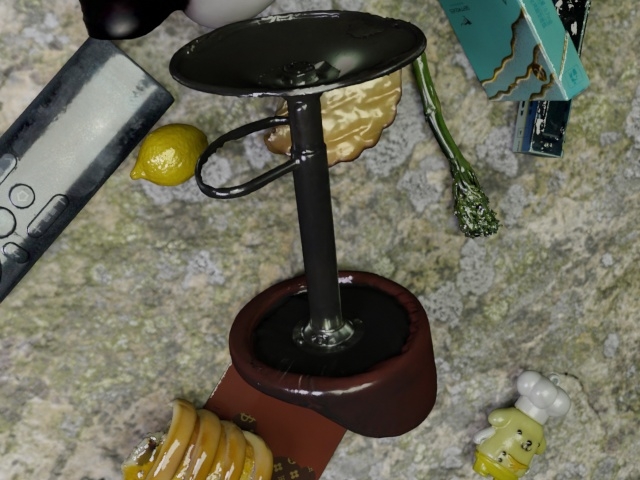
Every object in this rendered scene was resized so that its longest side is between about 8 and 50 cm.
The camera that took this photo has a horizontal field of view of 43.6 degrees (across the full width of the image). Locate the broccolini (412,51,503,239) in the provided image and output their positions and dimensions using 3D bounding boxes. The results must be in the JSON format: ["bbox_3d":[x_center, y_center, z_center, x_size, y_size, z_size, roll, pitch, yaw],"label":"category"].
[{"bbox_3d":[0.154,-0.111,0.956,0.054,0.051,0.239,-40,109,-55],"label":"broccolini"}]

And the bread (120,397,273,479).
[{"bbox_3d":[-0.133,0.252,0.894,0.177,0.084,0.119,29,90,-24],"label":"bread"}]

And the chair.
[{"bbox_3d":[0.000,0.000,0.789,0.226,0.226,0.401,-17,121,-15],"label":"chair"}]

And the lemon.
[{"bbox_3d":[-0.158,-0.089,0.840,0.092,0.065,0.065,-29,107,-17],"label":"lemon"}]

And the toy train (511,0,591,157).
[{"bbox_3d":[0.283,-0.219,0.971,0.052,0.051,0.234,8,93,-20],"label":"toy train"}]

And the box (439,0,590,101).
[{"bbox_3d":[0.189,-0.258,0.874,0.041,0.162,0.229,-35,108,-9],"label":"box"}]

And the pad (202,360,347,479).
[{"bbox_3d":[-0.086,0.276,0.957,0.181,0.004,0.267,30,90,-20],"label":"pad"}]

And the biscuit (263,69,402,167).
[{"bbox_3d":[0.021,-0.151,0.892,0.118,0.061,0.183,43,87,-21],"label":"biscuit"}]

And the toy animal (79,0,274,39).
[{"bbox_3d":[-0.131,-0.293,0.762,0.235,0.165,0.187,-16,107,-17],"label":"toy animal"}]

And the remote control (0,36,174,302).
[{"bbox_3d":[-0.309,-0.037,0.810,0.107,0.044,0.377,41,85,-12],"label":"remote control"}]

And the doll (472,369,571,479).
[{"bbox_3d":[0.260,0.241,1.035,0.106,0.062,0.162,35,86,-25],"label":"doll"}]
